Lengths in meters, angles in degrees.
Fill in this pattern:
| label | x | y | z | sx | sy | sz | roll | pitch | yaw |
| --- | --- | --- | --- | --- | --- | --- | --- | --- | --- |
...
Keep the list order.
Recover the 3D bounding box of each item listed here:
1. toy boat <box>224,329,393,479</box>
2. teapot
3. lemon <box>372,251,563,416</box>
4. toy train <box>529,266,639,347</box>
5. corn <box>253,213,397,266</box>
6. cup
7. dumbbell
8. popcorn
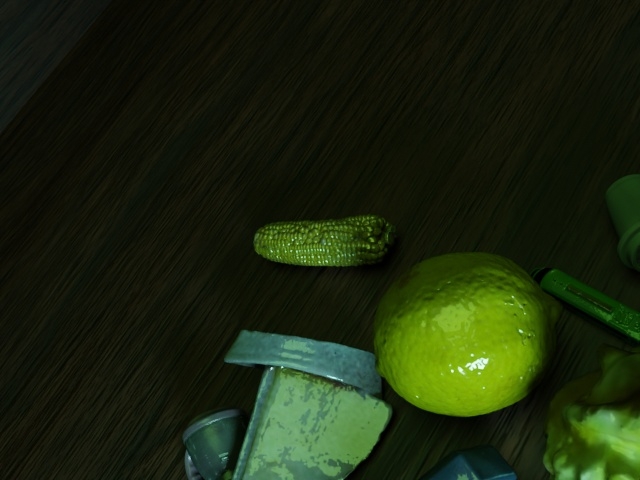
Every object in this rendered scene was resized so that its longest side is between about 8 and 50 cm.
| label | x | y | z | sx | sy | sz | roll | pitch | yaw |
| --- | --- | --- | --- | --- | --- | --- | --- | --- | --- |
| toy boat | -0.021 | 0.283 | 1.137 | 0.276 | 0.111 | 0.293 | -4 | 69 | -1 |
| teapot | -0.175 | 0.371 | 1.167 | 0.148 | 0.116 | 0.146 | -28 | 63 | 4 |
| lemon | 0.212 | 0.138 | 1.027 | 0.268 | 0.267 | 0.267 | -13 | 56 | 20 |
| toy train | 0.413 | 0.093 | 1.079 | 0.209 | 0.042 | 0.044 | 33 | 78 | 38 |
| corn | 0.000 | 0.000 | 1.317 | 0.292 | 0.101 | 0.101 | 1 | 61 | 27 |
| cup | 0.506 | -0.029 | 1.073 | 0.120 | 0.120 | 0.141 | -21 | 39 | 14 |
| dumbbell | 0.257 | 0.425 | 0.887 | 0.160 | 0.144 | 0.325 | -43 | 52 | 2 |
| popcorn | 0.432 | 0.247 | 0.818 | 0.336 | 0.279 | 0.274 | -33 | 49 | 11 |
